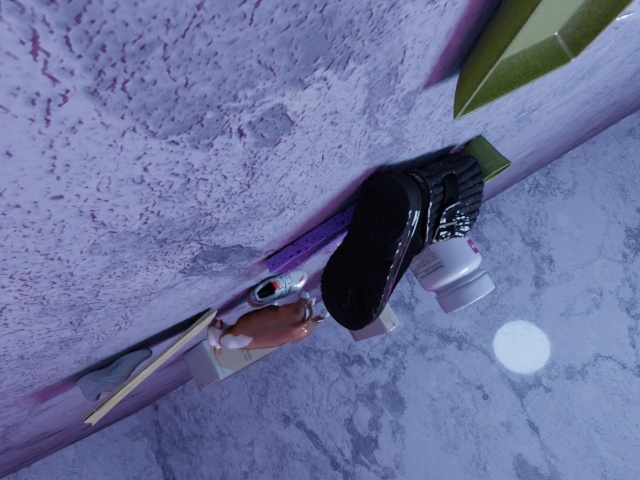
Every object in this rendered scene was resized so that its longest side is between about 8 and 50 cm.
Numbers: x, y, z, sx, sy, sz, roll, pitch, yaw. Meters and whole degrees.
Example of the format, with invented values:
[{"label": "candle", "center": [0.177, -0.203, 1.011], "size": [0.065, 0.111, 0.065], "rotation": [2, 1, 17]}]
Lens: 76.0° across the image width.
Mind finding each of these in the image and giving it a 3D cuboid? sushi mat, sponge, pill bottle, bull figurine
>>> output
[{"label": "sushi mat", "center": [-0.353, 0.263, 0.872], "size": [0.316, 0.019, 0.151], "rotation": [-42, 176, -36]}, {"label": "sponge", "center": [0.000, 0.000, 0.801], "size": [0.210, 0.031, 0.117], "rotation": [-32, 169, 6]}, {"label": "pill bottle", "center": [0.287, 0.025, 1.006], "size": [0.160, 0.283, 0.160], "rotation": [-30, 169, -6]}, {"label": "bull figurine", "center": [-0.132, 0.205, 1.009], "size": [0.310, 0.101, 0.188], "rotation": [-11, -170, 31]}]

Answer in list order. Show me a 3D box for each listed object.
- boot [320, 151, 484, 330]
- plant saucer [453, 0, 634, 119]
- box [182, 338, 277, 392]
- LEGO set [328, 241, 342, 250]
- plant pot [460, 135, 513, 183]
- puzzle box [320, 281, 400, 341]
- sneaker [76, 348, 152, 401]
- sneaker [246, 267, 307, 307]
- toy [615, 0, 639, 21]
[{"label": "boot", "center": [0.159, 0.005, 0.775], "size": [0.260, 0.131, 0.348], "rotation": [-20, 143, -43]}, {"label": "plant saucer", "center": [0.224, -0.217, 0.390], "size": [0.188, 0.045, 0.188], "rotation": [-28, 168, -13]}, {"label": "box", "center": [-0.309, 0.393, 1.449], "size": [0.121, 0.148, 0.311], "rotation": [-38, 168, 28]}, {"label": "LEGO set", "center": [0.104, -0.019, 0.915], "size": [0.287, 0.107, 0.132], "rotation": [-51, -168, 50]}, {"label": "plant pot", "center": [0.318, -0.159, 0.803], "size": [0.083, 0.079, 0.083], "rotation": [-29, 170, -6]}, {"label": "puzzle box", "center": [0.119, 0.207, 1.409], "size": [0.052, 0.272, 0.409], "rotation": [-27, 169, -17]}, {"label": "sneaker", "center": [-0.425, 0.283, 0.866], "size": [0.152, 0.061, 0.053], "rotation": [-29, 167, -18]}, {"label": "sneaker", "center": [-0.095, 0.109, 0.970], "size": [0.161, 0.057, 0.075], "rotation": [-23, 172, -23]}, {"label": "toy", "center": [0.371, -0.277, 0.377], "size": [0.137, 0.056, 0.237], "rotation": [-6, 164, -8]}]
